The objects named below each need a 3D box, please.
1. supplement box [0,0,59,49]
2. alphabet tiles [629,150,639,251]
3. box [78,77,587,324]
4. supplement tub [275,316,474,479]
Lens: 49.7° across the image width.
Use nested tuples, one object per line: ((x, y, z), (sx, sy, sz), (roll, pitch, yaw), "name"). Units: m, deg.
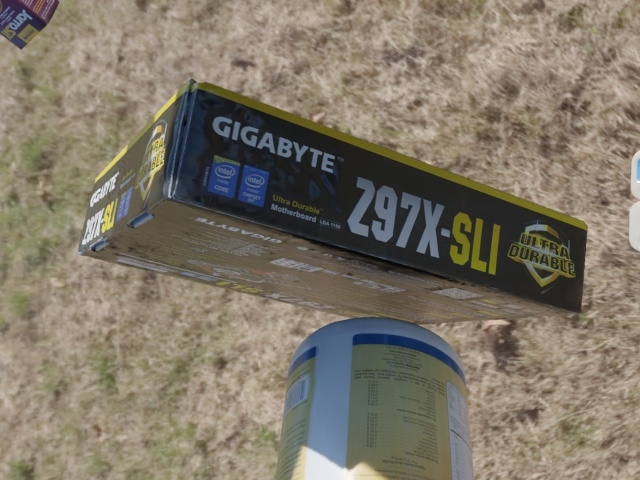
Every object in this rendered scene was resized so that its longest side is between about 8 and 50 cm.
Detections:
((-0.317, -0.243, 0.695), (0.055, 0.083, 0.043), (-25, 43, 34), "supplement box")
((0.527, -0.048, 0.854), (0.284, 0.021, 0.278), (4, 96, 49), "alphabet tiles")
((0.000, 0.000, 0.545), (0.257, 0.321, 0.080), (-14, 64, 61), "box")
((0.039, 0.173, 0.502), (0.144, 0.144, 0.200), (-30, 36, 32), "supplement tub")
